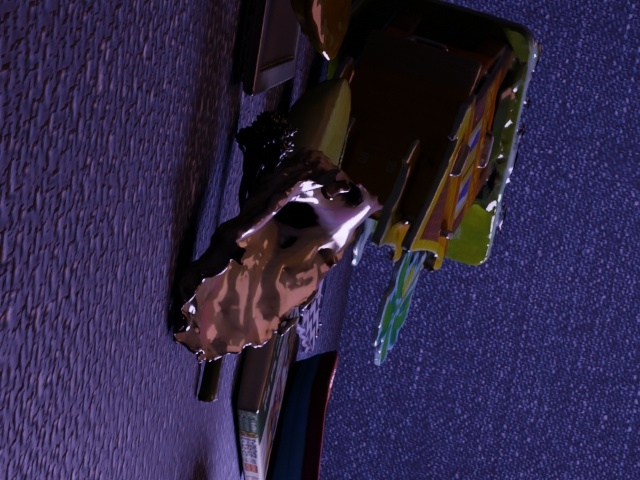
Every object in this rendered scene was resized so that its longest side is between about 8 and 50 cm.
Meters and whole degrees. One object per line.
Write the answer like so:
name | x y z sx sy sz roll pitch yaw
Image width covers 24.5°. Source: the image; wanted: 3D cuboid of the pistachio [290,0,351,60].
pistachio | 0.006 -0.206 0.976 0.089 0.049 0.172 14 88 -61

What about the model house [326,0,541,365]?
model house | 0.052 -0.050 1.588 0.313 0.243 0.357 -51 157 -47

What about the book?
book | -0.050 0.116 1.465 0.264 0.027 0.202 93 9 -65

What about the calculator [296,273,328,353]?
calculator | -0.001 0.000 1.914 0.165 0.028 0.274 82 17 -69

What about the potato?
potato | -0.013 -0.082 1.288 0.198 0.054 0.119 -68 169 -60

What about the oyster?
oyster | -0.034 -0.001 0.950 0.209 0.072 0.133 -42 153 -32

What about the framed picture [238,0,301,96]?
framed picture | -0.016 -0.252 1.026 0.231 0.018 0.293 -58 158 -79

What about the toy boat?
toy boat | -0.026 0.276 1.876 0.392 0.079 0.136 -75 177 -59

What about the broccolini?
broccolini | -0.054 0.015 1.033 0.044 0.042 0.218 -61 163 -76
